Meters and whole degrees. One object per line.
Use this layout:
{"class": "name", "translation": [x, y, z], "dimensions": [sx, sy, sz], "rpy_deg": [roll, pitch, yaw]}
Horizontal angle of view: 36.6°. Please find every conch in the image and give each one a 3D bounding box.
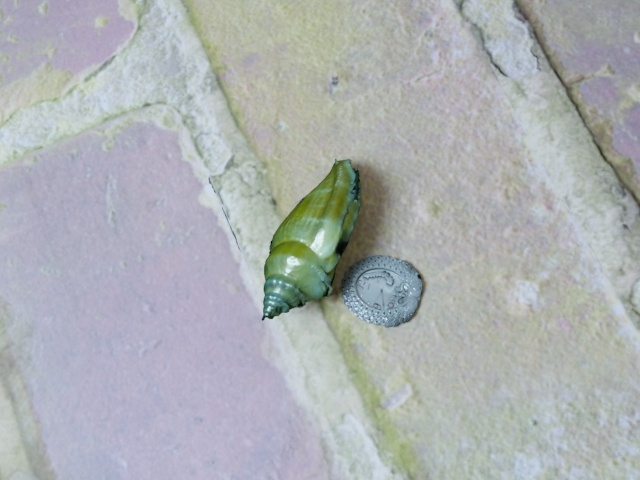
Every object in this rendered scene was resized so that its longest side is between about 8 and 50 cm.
{"class": "conch", "translation": [-0.004, 0.000, 0.966], "dimensions": [0.079, 0.095, 0.201], "rpy_deg": [31, 73, -21]}

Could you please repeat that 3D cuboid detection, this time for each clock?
{"class": "clock", "translation": [0.062, 0.050, 0.988], "dimensions": [0.083, 0.010, 0.074], "rpy_deg": [14, 74, 10]}
